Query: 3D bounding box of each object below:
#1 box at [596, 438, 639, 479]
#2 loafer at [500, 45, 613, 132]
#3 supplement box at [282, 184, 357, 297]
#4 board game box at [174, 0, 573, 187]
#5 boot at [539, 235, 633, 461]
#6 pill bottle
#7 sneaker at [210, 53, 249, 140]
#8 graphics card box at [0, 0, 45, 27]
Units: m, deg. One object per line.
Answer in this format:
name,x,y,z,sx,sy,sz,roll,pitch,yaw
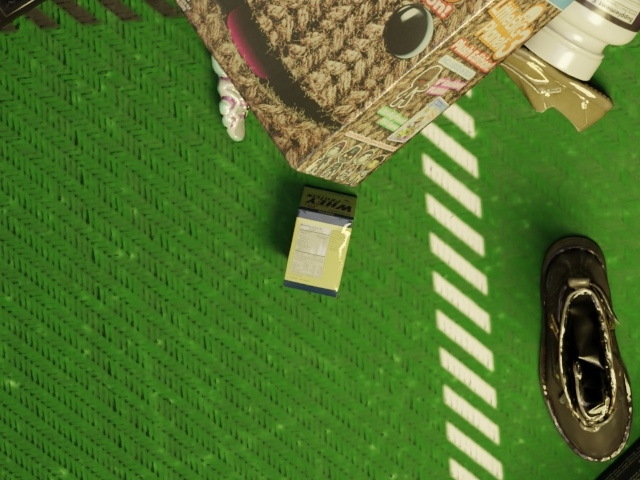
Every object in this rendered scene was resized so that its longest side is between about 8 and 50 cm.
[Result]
box,0.416,0.278,1.897,0.179,0.312,0.343,41,107,-9
loafer,0.213,-0.152,1.907,0.148,0.056,0.050,29,101,-5
supplement box,0.000,0.000,1.957,0.056,0.083,0.083,12,109,0
board game box,0.047,-0.232,1.802,0.291,0.141,0.232,-41,72,15
boot,0.255,0.131,1.904,0.091,0.229,0.263,-10,107,7
pill bottle,0.271,-0.251,1.843,0.108,0.108,0.193,30,108,-6
sneaker,-0.067,-0.149,1.938,0.069,0.038,0.098,-8,108,8
graphics card box,-0.260,-0.281,1.808,0.371,0.233,0.094,-30,107,14
